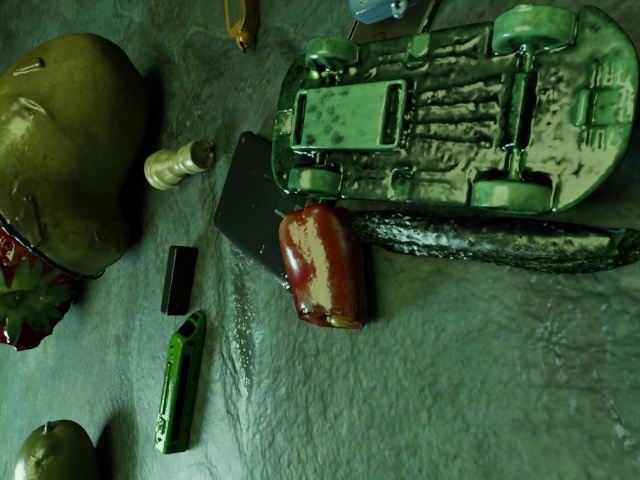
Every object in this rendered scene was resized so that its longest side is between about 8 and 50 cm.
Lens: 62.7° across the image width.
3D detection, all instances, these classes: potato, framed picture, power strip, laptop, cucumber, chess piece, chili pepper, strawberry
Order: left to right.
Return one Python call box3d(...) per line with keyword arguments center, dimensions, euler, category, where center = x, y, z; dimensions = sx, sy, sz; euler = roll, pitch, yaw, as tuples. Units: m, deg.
box3d(center=(-0.704, 0.065, 1.181), dimensions=(0.310, 0.292, 0.291), euler=(22, 101, 31), category="strawberry")
box3d(center=(-0.485, 0.445, 0.971), dimensions=(0.175, 0.159, 0.251), euler=(2, 101, 22), category="potato")
box3d(center=(-0.421, -0.172, 0.950), dimensions=(0.296, 0.290, 0.397), euler=(-34, 77, 8), category="potato")
box3d(center=(-0.223, 0.063, 0.824), dimensions=(0.029, 0.038, 0.111), euler=(10, 91, 50), category="power strip")
box3d(center=(-0.222, -0.125, 0.838), dimensions=(0.122, 0.066, 0.066), euler=(-13, 75, 41), category="chess piece")
box3d(center=(-0.118, -0.355, 0.780), dimensions=(0.049, 0.028, 0.178), euler=(-24, 66, 43), category="power strip")
box3d(center=(-0.069, -0.042, 0.678), dimensions=(0.207, 0.026, 0.153), euler=(37, 110, 44), category="laptop")
box3d(center=(0.000, 0.000, 0.555), dimensions=(0.086, 0.084, 0.191), euler=(-9, 78, 13), category="chili pepper")
box3d(center=(0.060, -0.206, 0.572), dimensions=(0.109, 0.011, 0.149), euler=(42, 115, 44), category="framed picture")
box3d(center=(0.127, -0.002, 0.441), dimensions=(0.257, 0.043, 0.043), euler=(7, 94, 47), category="cucumber")

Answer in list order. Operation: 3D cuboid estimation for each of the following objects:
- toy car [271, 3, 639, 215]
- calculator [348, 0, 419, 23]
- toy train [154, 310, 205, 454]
box3d(center=(0.092, -0.093, 0.435), dimensions=(0.306, 0.125, 0.136), euler=(8, 91, 39), category="toy car")
box3d(center=(0.078, -0.320, 0.539), dimensions=(0.121, 0.039, 0.210), euler=(-15, 70, 44), category="calculator")
box3d(center=(-0.212, 0.208, 0.785), dimensions=(0.044, 0.042, 0.209), euler=(9, 91, 48), category="toy train")
